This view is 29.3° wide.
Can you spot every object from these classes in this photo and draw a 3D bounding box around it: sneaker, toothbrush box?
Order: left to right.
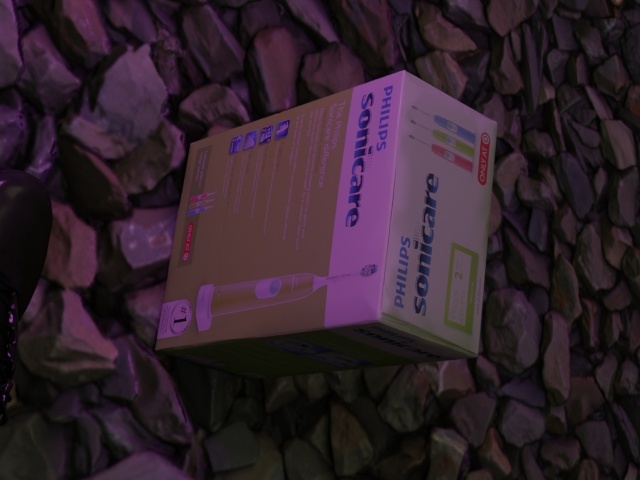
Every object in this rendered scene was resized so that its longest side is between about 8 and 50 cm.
[{"bbox_3d":[-0.257,0.082,0.872,0.109,0.130,0.286,35,71,-41],"label":"sneaker"},{"bbox_3d":[0.000,0.000,1.049,0.122,0.283,0.206,22,66,-37],"label":"toothbrush box"}]
